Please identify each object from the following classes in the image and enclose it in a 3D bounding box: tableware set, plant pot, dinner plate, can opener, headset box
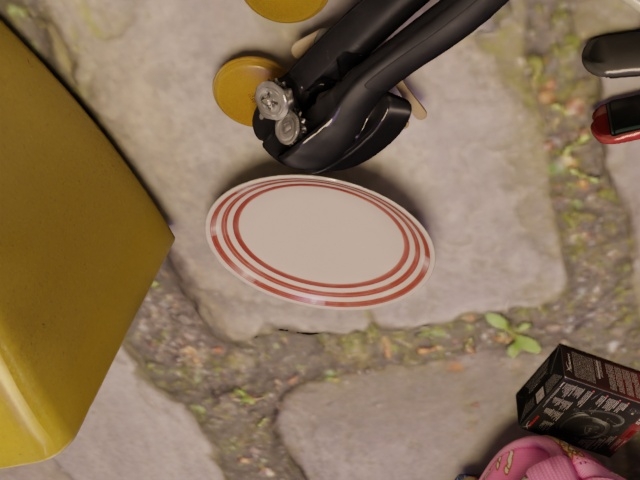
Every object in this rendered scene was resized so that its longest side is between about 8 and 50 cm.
[{"bbox_3d":[-0.019,-0.103,0.570,0.104,0.024,0.154,-23,127,27],"label":"tableware set"},{"bbox_3d":[-0.231,-0.009,0.561,0.212,0.212,0.187,-13,117,16],"label":"plant pot"},{"bbox_3d":[0.000,0.000,0.647,0.141,0.017,0.141,6,146,4],"label":"dinner plate"},{"bbox_3d":[0.028,-0.093,0.519,0.073,0.059,0.186,-15,160,-42],"label":"can opener"},{"bbox_3d":[0.188,0.114,0.739,0.083,0.032,0.062,18,131,-13],"label":"headset box"}]

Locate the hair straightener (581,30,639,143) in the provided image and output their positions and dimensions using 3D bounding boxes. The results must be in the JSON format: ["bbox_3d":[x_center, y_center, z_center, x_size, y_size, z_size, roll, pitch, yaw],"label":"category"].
[{"bbox_3d":[0.243,-0.107,0.518,0.230,0.047,0.089,-7,123,21],"label":"hair straightener"}]

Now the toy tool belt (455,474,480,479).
[{"bbox_3d":[0.117,0.205,0.825,0.052,0.051,0.083,11,121,16],"label":"toy tool belt"}]

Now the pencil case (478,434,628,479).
[{"bbox_3d":[0.280,0.263,0.763,0.386,0.167,0.160,20,174,-19],"label":"pencil case"}]

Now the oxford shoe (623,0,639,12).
[{"bbox_3d":[0.014,-0.165,0.290,0.449,0.130,0.169,26,143,13],"label":"oxford shoe"}]
